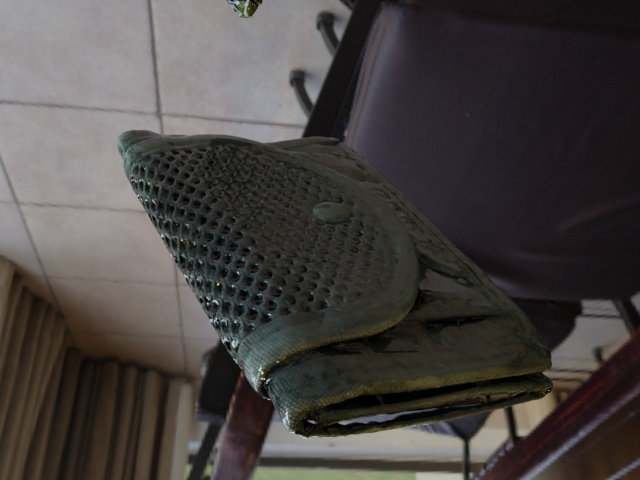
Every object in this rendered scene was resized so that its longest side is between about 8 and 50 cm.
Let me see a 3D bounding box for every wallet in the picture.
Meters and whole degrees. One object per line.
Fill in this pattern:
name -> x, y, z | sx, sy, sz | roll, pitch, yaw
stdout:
wallet -> 0.000, 0.000, 0.597 | 0.237, 0.342, 0.075 | -1, 125, -33

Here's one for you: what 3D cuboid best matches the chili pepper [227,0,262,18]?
chili pepper -> -0.018, -0.385, 0.787 | 0.077, 0.358, 0.085 | 17, 159, 6
